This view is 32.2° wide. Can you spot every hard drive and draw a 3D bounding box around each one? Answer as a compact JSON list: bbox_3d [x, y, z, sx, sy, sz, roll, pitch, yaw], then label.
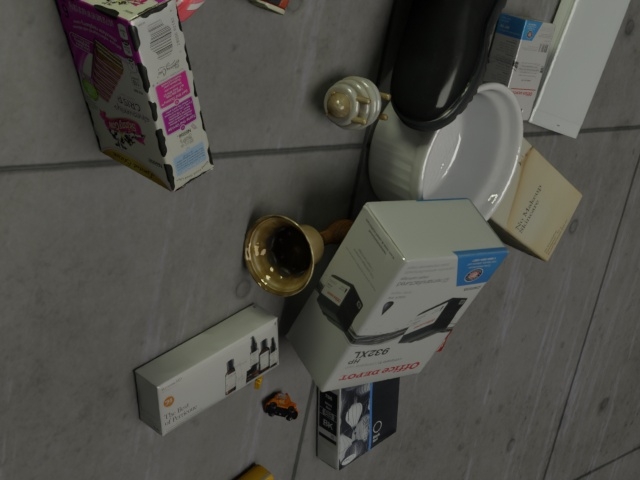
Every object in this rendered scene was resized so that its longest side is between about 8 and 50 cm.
[{"bbox_3d":[0.497,-0.362,2.154,0.203,0.040,0.307,8,105,-51],"label":"hard drive"}]

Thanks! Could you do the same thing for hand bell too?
[{"bbox_3d":[0.000,0.000,1.757,0.242,0.126,0.126,-20,126,-55],"label":"hand bell"}]

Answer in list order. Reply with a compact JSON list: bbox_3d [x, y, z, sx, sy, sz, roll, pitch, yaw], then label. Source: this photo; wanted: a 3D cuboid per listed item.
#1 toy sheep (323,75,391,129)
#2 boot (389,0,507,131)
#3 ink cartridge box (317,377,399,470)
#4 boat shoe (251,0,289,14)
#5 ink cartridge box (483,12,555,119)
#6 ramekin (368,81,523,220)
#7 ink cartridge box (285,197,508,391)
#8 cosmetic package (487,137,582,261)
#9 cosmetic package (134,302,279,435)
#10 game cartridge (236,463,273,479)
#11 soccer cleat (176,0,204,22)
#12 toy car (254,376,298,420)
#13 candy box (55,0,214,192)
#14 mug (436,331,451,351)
[{"bbox_3d":[0.055,-0.209,1.692,0.132,0.091,0.091,-13,121,-55],"label":"toy sheep"},{"bbox_3d":[0.135,-0.421,1.594,0.445,0.146,0.367,50,57,-55],"label":"boot"},{"bbox_3d":[0.071,0.240,1.993,0.165,0.065,0.332,-26,128,-37],"label":"ink cartridge box"},{"bbox_3d":[-0.088,-0.340,1.482,0.137,0.049,0.043,11,99,-54],"label":"boat shoe"},{"bbox_3d":[0.350,-0.311,1.994,0.104,0.060,0.180,-5,114,-49],"label":"ink cartridge box"},{"bbox_3d":[0.206,-0.148,1.863,0.277,0.135,0.277,-27,130,-37],"label":"ramekin"},{"bbox_3d":[0.117,0.086,1.757,0.223,0.129,0.307,-5,139,-38],"label":"ink cartridge box"},{"bbox_3d":[0.366,-0.089,2.102,0.309,0.113,0.160,28,89,-53],"label":"cosmetic package"},{"bbox_3d":[-0.167,0.194,1.690,0.239,0.060,0.099,-29,130,-36],"label":"cosmetic package"},{"bbox_3d":[-0.197,0.574,1.893,0.324,0.053,0.285,-31,132,-31],"label":"game cartridge"},{"bbox_3d":[-0.127,-0.367,1.400,0.248,0.083,0.095,-62,147,-6],"label":"soccer cleat"},{"bbox_3d":[-0.070,0.253,1.845,0.122,0.060,0.040,76,21,-48],"label":"toy car"},{"bbox_3d":[-0.222,-0.190,1.324,0.071,0.159,0.233,-36,134,-29],"label":"candy box"},{"bbox_3d":[0.229,0.113,2.064,0.150,0.113,0.169,11,106,-49],"label":"mug"}]
